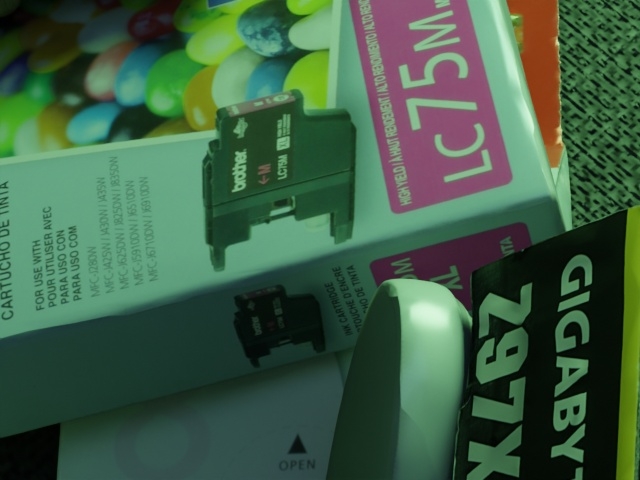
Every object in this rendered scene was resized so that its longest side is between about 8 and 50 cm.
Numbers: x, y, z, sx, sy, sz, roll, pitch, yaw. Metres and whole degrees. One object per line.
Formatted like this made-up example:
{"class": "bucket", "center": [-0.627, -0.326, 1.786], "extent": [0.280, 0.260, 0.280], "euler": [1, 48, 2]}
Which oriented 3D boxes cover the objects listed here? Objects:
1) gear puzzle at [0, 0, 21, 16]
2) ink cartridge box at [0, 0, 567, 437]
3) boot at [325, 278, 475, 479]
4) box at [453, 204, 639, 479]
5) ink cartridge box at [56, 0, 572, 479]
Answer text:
{"class": "gear puzzle", "center": [-0.103, -0.199, 0.825], "extent": [0.175, 0.044, 0.339], "euler": [-8, 37, 4]}
{"class": "ink cartridge box", "center": [-0.074, -0.027, 0.701], "extent": [0.311, 0.065, 0.185], "euler": [-16, 48, 9]}
{"class": "boot", "center": [0.064, 0.139, 0.607], "extent": [0.123, 0.258, 0.095], "euler": [2, 15, -9]}
{"class": "box", "center": [0.169, 0.172, 0.556], "extent": [0.322, 0.079, 0.257], "euler": [30, 55, -32]}
{"class": "ink cartridge box", "center": [0.000, 0.000, 0.710], "extent": [0.189, 0.066, 0.232], "euler": [-5, 72, 16]}
